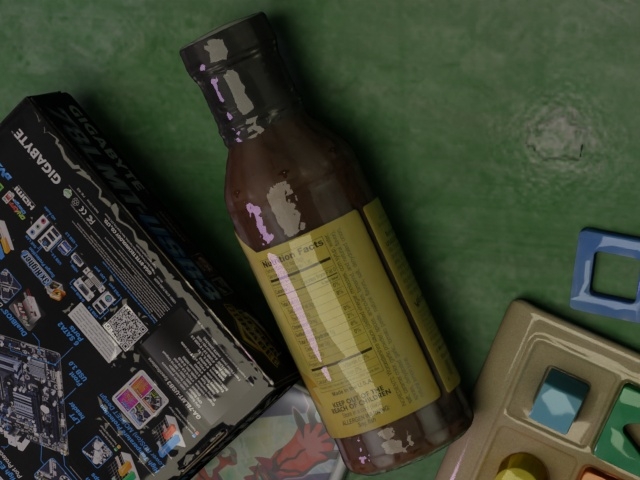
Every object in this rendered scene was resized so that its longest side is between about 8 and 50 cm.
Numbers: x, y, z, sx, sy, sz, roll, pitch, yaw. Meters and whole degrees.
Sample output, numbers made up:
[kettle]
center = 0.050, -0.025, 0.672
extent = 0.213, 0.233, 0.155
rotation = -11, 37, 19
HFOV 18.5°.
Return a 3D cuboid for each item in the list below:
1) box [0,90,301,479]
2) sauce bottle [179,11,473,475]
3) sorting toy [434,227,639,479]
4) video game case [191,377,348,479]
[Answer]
[box]
center = -0.213, 0.088, 1.514
extent = 0.293, 0.073, 0.295
rotation = -44, 82, 21
[sauce bottle]
center = 0.000, 0.000, 1.447
extent = 0.111, 0.111, 0.344
rotation = -22, 94, 25
[sorting toy]
center = 0.193, 0.163, 1.450
extent = 0.196, 0.047, 0.347
rotation = 26, 113, 13
[video game case]
center = -0.075, 0.183, 1.575
extent = 0.183, 0.023, 0.201
rotation = 26, 112, 13
